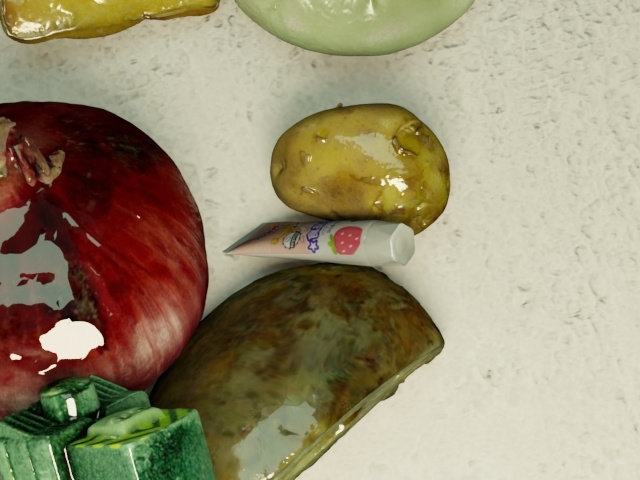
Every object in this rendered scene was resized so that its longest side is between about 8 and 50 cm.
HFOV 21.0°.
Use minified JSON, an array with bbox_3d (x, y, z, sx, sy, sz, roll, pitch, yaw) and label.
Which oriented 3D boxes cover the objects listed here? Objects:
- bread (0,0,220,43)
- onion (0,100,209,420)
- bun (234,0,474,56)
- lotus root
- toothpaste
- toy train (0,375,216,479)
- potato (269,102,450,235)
[{"bbox_3d":[-0.231,-0.289,1.778,0.233,0.088,0.160,-11,84,-20],"label":"bread"},{"bbox_3d":[-0.271,-0.005,1.550,0.348,0.285,0.347,-4,52,5],"label":"onion"},{"bbox_3d":[0.034,-0.336,1.749,0.293,0.187,0.293,2,65,-4],"label":"bun"},{"bbox_3d":[-0.043,0.125,1.558,0.210,0.142,0.314,31,67,17],"label":"lotus root"},{"bbox_3d":[0.000,0.000,1.620,0.194,0.043,0.067,2,28,38],"label":"toothpaste"},{"bbox_3d":[-0.139,0.266,1.399,0.138,0.178,0.330,-24,104,-47],"label":"toy train"},{"bbox_3d":[0.041,-0.071,1.652,0.176,0.137,0.137,17,66,9],"label":"potato"}]
